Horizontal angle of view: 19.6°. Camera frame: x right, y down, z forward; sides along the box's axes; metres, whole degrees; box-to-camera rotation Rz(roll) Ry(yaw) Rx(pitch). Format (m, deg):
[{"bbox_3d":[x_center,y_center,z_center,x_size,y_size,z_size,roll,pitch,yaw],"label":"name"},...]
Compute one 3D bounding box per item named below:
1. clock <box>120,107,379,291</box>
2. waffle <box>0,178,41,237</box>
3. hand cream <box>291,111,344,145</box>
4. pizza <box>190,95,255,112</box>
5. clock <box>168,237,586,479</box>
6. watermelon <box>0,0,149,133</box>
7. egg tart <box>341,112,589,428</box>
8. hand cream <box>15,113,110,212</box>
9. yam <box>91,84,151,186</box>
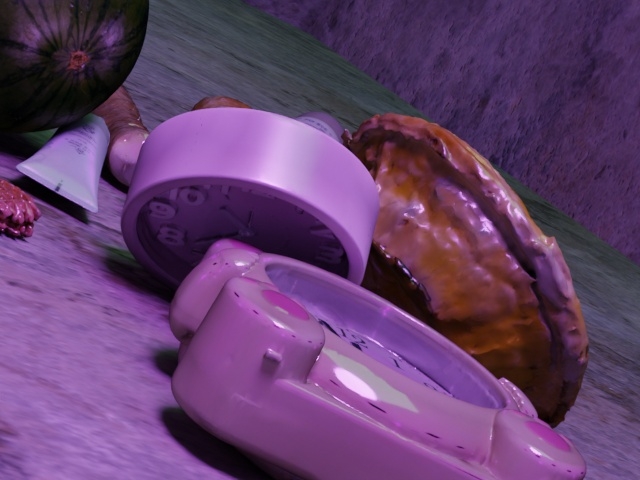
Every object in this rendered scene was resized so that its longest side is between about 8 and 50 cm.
[{"bbox_3d":[-0.055,-0.018,1.463,0.197,0.197,0.068,27,54,-19],"label":"clock"},{"bbox_3d":[-0.254,-0.032,1.414,0.083,0.029,0.075,23,11,-25],"label":"waffle"},{"bbox_3d":[-0.031,-0.092,2.260,0.133,0.083,0.248,31,21,6],"label":"hand cream"},{"bbox_3d":[-0.018,-0.053,1.968,0.365,0.074,0.182,36,14,33],"label":"pizza"},{"bbox_3d":[0.024,0.102,1.315,0.284,0.114,0.309,26,10,-14],"label":"clock"},{"bbox_3d":[-0.273,-0.212,1.648,0.242,0.242,0.242,29,10,-6],"label":"watermelon"},{"bbox_3d":[0.097,0.043,1.582,0.315,0.120,0.315,44,-25,27],"label":"egg tart"},{"bbox_3d":[-0.221,-0.070,1.647,0.078,0.050,0.205,32,14,-9],"label":"hand cream"},{"bbox_3d":[-0.207,-0.117,1.869,0.066,0.066,0.299,26,10,-24],"label":"yam"}]
